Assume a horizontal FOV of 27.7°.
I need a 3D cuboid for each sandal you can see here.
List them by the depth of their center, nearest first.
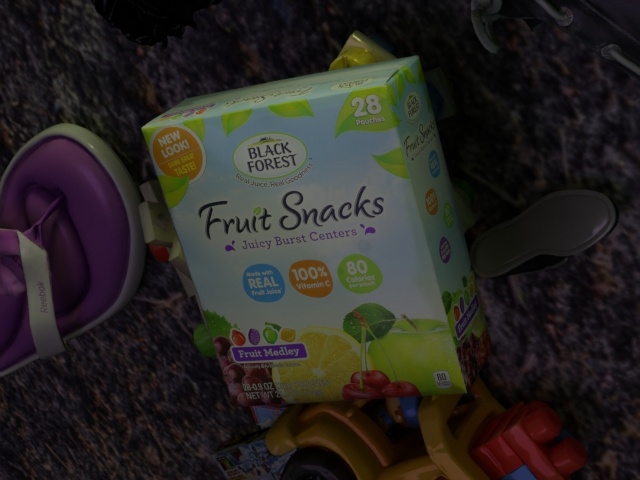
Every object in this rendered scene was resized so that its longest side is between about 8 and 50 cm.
[{"bbox_3d":[-0.289,0.047,1.252,0.169,0.102,0.416,45,137,1],"label":"sandal"}]

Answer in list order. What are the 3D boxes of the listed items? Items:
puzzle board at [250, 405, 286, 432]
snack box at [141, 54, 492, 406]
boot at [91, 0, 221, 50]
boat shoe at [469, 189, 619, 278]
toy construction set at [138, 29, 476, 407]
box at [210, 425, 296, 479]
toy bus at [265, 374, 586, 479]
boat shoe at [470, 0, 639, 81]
[{"bbox_3d":[-0.013,0.211,1.227,0.096,0.011,0.128,3,122,36],"label":"puzzle board"},{"bbox_3d":[0.000,0.000,0.838,0.174,0.070,0.207,-8,109,27],"label":"snack box"},{"bbox_3d":[-0.133,-0.194,0.955,0.121,0.099,0.045,36,135,11],"label":"boot"},{"bbox_3d":[0.162,-0.003,0.914,0.125,0.038,0.046,-30,68,42],"label":"boat shoe"},{"bbox_3d":[-0.019,-0.004,0.969,0.327,0.151,0.215,-23,105,45],"label":"toy construction set"},{"bbox_3d":[-0.032,0.220,1.220,0.137,0.027,0.094,-25,102,47],"label":"box"},{"bbox_3d":[0.099,0.171,1.028,0.220,0.149,0.211,48,124,2],"label":"toy bus"},{"bbox_3d":[0.128,-0.166,0.765,0.306,0.113,0.105,29,121,4],"label":"boat shoe"}]
